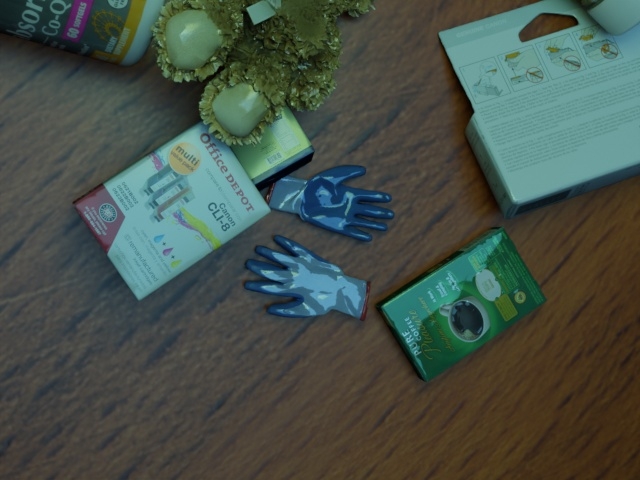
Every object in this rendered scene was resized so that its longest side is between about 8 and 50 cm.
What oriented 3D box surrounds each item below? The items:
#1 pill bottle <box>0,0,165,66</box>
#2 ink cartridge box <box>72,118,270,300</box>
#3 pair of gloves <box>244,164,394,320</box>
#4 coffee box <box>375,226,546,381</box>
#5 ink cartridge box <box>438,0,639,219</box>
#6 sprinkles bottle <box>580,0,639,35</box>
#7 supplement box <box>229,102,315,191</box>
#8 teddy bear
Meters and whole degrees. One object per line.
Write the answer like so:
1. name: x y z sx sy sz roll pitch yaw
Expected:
1. pill bottle: -0.306 -0.290 1.135 0.278 0.162 0.162 12 90 -22
2. ink cartridge box: -0.165 -0.037 1.214 0.176 0.127 0.128 -35 98 -9
3. pair of gloves: 0.000 0.000 1.303 0.159 0.023 0.198 14 86 -10
4. coffee box: 0.170 0.076 1.332 0.184 0.040 0.113 -34 98 -9
5. ink cartridge box: 0.305 -0.179 1.342 0.275 0.060 0.239 -18 71 -10
6. sprinkles bottle: 0.266 -0.402 1.277 0.355 0.121 0.121 43 84 -6
7. supplement box: -0.064 -0.112 1.259 0.083 0.056 0.083 -30 85 -9
8. teddy bear: -0.059 -0.250 1.190 0.245 0.113 0.338 34 60 -28
